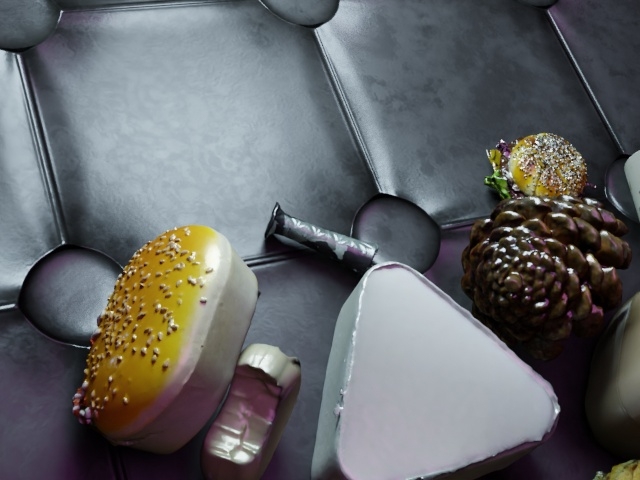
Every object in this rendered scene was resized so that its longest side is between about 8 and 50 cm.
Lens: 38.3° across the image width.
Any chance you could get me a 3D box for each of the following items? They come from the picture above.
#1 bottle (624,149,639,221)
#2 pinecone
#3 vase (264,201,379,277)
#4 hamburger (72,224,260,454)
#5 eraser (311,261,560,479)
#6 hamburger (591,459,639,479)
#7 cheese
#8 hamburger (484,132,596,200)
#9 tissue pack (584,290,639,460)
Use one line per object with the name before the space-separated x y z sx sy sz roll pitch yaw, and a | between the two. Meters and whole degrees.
bottle | 0.597 -0.043 1.566 0.109 0.110 0.233 3 61 -16
pinecone | 0.339 0.041 1.373 0.309 0.244 0.244 -20 68 -45
vase | 0.000 0.000 1.382 0.167 0.059 0.059 23 57 -4
hamburger | -0.194 0.119 1.160 0.151 0.227 0.295 37 51 -23
eraser | 0.160 0.225 1.256 0.331 0.150 0.331 7 59 -11
hamburger | 0.440 0.381 1.272 0.184 0.131 0.159 -18 60 -32
cheese | -0.105 0.271 1.148 0.082 0.163 0.286 18 72 11
hamburger | 0.366 -0.108 1.539 0.189 0.093 0.164 -14 67 -22
tissue pack | 0.605 0.221 1.325 0.387 0.277 0.267 25 55 -4
